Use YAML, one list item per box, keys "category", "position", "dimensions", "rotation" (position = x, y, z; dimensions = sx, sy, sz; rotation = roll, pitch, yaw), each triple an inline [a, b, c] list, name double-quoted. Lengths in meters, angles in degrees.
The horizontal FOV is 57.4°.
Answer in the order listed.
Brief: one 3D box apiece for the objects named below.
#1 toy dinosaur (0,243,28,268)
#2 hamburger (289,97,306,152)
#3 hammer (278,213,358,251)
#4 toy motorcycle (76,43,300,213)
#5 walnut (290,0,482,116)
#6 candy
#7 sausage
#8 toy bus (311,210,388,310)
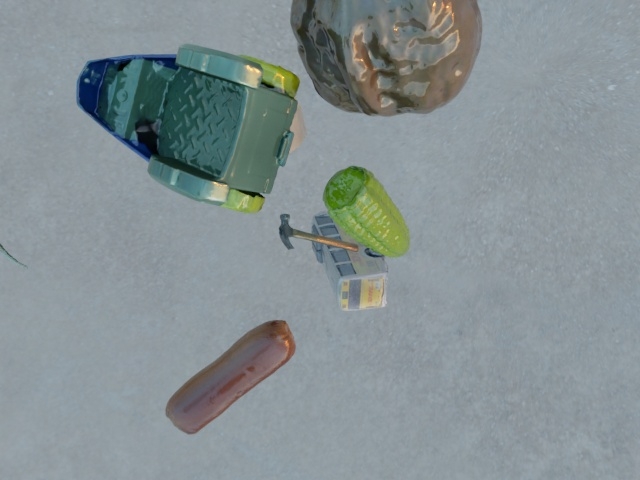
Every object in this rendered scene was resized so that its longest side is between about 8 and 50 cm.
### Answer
- category: "toy dinosaur"
  position: [-0.865, -0.044, 1.372]
  dimensions: [0.076, 0.129, 0.383]
  rotation: [2, 128, 34]
- category: "hamburger"
  position: [-0.146, -0.250, 1.350]
  dimensions: [0.227, 0.295, 0.151]
  rotation: [-31, 108, 13]
- category: "hammer"
  position: [0.000, 0.000, 1.089]
  dimensions: [0.017, 0.182, 0.062]
  rotation: [-19, 63, 50]
- category: "toy motorcycle"
  position: [-0.201, -0.174, 0.788]
  dimensions: [0.326, 0.200, 0.191]
  rotation: [24, 102, 34]
- category: "walnut"
  position: [0.089, -0.294, 0.809]
  dimensions: [0.273, 0.227, 0.273]
  rotation: [-3, 141, -2]
- category: "candy"
  position: [0.087, -0.034, 0.947]
  dimensions: [0.096, 0.097, 0.209]
  rotation: [-23, 139, 24]
- category: "sausage"
  position: [-0.172, 0.261, 1.113]
  dimensions: [0.300, 0.083, 0.089]
  rotation: [-40, 109, 3]
- category: "toy bus"
  position: [0.065, 0.035, 1.323]
  dimensions: [0.138, 0.342, 0.097]
  rotation: [-7, 118, -9]
